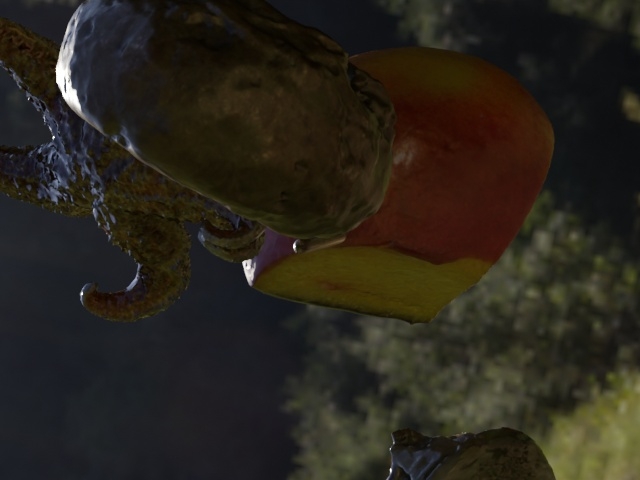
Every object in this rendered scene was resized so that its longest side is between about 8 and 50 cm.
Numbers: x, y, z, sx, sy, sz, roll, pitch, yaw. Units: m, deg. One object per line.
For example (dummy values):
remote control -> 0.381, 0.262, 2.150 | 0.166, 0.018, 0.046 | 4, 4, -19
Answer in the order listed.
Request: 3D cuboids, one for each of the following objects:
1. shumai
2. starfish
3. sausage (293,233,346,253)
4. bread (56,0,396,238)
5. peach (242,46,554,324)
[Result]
shumai -> 0.132, 0.270, 1.897 | 0.120, 0.201, 0.201 | 17, 96, 57
starfish -> -0.172, -0.079, 1.494 | 0.312, 0.303, 0.113 | -43, -1, 43
sausage -> 0.000, 0.000, 1.664 | 0.100, 0.015, 0.015 | -17, -59, -65
bread -> -0.055, -0.095, 1.210 | 0.123, 0.230, 0.230 | -62, 1, 8
peach -> 0.079, -0.075, 2.182 | 0.380, 0.306, 0.242 | -57, 0, -33
